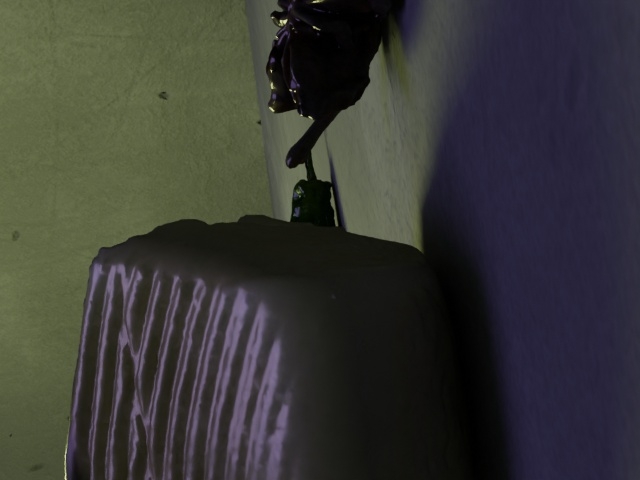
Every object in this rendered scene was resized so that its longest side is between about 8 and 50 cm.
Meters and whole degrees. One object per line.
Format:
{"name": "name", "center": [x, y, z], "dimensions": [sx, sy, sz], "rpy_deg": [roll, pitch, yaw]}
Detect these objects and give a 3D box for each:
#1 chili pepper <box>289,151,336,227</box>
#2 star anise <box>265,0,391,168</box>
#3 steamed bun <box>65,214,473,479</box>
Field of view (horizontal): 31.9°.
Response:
{"name": "chili pepper", "center": [0.000, 0.000, 1.402], "dimensions": [0.122, 0.065, 0.279], "rpy_deg": [102, 158, -53]}
{"name": "star anise", "center": [0.006, -0.165, 0.866], "dimensions": [0.231, 0.089, 0.209], "rpy_deg": [104, 170, -63]}
{"name": "steamed bun", "center": [-0.003, 0.115, 0.808], "dimensions": [0.272, 0.273, 0.290], "rpy_deg": [-24, -65, -50]}
